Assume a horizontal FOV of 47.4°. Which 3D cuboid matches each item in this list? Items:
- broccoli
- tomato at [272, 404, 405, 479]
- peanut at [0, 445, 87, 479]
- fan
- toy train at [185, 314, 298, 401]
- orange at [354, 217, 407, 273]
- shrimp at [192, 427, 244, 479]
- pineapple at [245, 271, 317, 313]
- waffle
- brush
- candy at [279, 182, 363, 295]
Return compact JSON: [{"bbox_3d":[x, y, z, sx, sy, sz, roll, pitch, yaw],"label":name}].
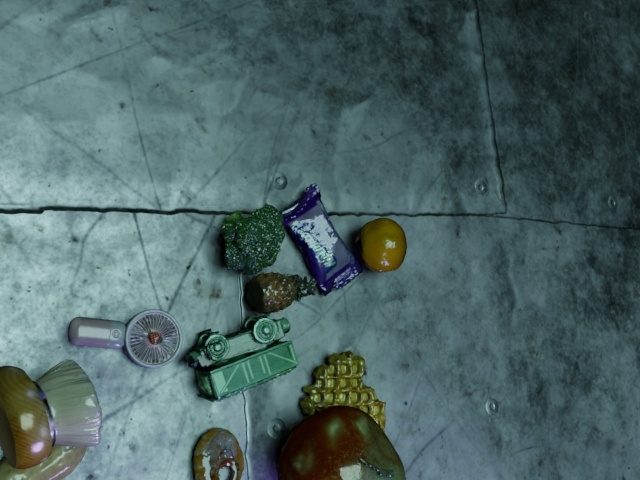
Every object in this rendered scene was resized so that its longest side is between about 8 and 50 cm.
[{"bbox_3d":[-0.161,-0.005,1.749,0.195,0.156,0.195,-21,135,-22],"label":"broccoli"},{"bbox_3d":[0.049,0.540,1.673,0.304,0.239,0.303,-7,111,-18],"label":"tomato"},{"bbox_3d":[-0.557,0.447,1.459,0.263,0.101,0.117,-39,113,-30],"label":"peanut"},{"bbox_3d":[-0.427,0.211,1.599,0.244,0.074,0.130,10,76,-27],"label":"fan"},{"bbox_3d":[-0.184,0.267,1.710,0.269,0.115,0.154,-18,97,-32],"label":"toy train"},{"bbox_3d":[0.158,0.013,1.936,0.134,0.156,0.156,17,72,-15],"label":"orange"},{"bbox_3d":[-0.228,0.524,1.661,0.133,0.052,0.187,12,71,-27],"label":"shrimp"},{"bbox_3d":[-0.085,0.121,1.803,0.198,0.108,0.108,-8,84,-39],"label":"pineapple"},{"bbox_3d":[0.072,0.419,1.853,0.253,0.056,0.249,39,65,-16],"label":"waffle"},{"bbox_3d":[-0.552,0.311,1.419,0.166,0.267,0.174,-17,124,-37],"label":"brush"},{"bbox_3d":[0.000,0.000,1.893,0.145,0.070,0.275,-34,102,-24],"label":"candy"}]
